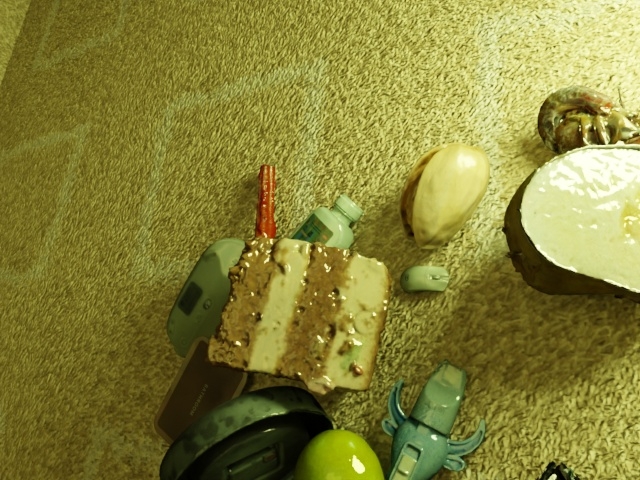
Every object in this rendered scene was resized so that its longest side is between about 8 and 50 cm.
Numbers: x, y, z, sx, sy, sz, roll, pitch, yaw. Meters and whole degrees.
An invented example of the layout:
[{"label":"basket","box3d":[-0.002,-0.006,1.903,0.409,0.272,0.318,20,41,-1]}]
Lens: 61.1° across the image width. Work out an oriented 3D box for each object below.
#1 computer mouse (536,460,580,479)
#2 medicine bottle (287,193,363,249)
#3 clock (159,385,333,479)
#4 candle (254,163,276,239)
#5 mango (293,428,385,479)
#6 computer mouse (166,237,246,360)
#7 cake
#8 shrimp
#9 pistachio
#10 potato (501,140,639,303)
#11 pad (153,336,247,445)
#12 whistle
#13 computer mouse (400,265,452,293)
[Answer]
[{"label":"computer mouse","box3d":[0.347,0.450,0.788,0.077,0.146,0.241,-17,58,44]},{"label":"medicine bottle","box3d":[0.000,0.000,1.225,0.229,0.083,0.121,-48,50,5]},{"label":"clock","box3d":[-0.131,0.393,0.992,0.325,0.325,0.067,-45,50,9]},{"label":"candle","box3d":[-0.132,-0.068,1.321,0.048,0.051,0.329,-45,34,39]},{"label":"mango","box3d":[0.033,0.470,0.950,0.185,0.149,0.273,-4,92,55]},{"label":"computer mouse","box3d":[-0.250,0.148,1.315,0.197,0.095,0.331,43,106,24]},{"label":"cake","box3d":[-0.033,0.149,1.031,0.290,0.282,0.255,16,77,1]},{"label":"shrimp","box3d":[0.540,-0.183,0.940,0.343,0.116,0.145,32,103,37]},{"label":"pistachio","box3d":[0.243,-0.092,1.081,0.157,0.157,0.229,33,95,37]},{"label":"potato","box3d":[0.453,-0.017,0.893,0.300,0.196,0.246,16,80,7]},{"label":"pad","box3d":[-0.282,0.371,1.257,0.176,0.002,0.266,31,96,26]},{"label":"whistle","box3d":[0.187,0.344,0.965,0.180,0.093,0.269,23,77,31]},{"label":"computer mouse","box3d":[0.208,0.077,1.091,0.110,0.032,0.056,-4,69,31]}]
